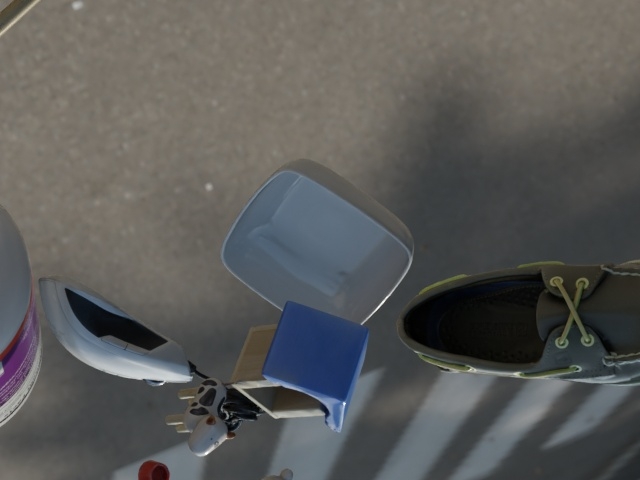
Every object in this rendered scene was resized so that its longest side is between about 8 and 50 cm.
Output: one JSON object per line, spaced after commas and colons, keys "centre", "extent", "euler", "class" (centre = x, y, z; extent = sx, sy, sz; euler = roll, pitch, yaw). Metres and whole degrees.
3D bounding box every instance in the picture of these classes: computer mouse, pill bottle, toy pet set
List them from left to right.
{"centre": [-0.337, 0.074, 1.322], "extent": [0.182, 0.181, 0.323], "euler": [-20, 165, -14], "class": "pill bottle"}
{"centre": [-0.131, 0.090, 1.115], "extent": [0.042, 0.193, 0.106], "euler": [-62, -167, -18], "class": "computer mouse"}
{"centre": [-0.011, 0.099, 0.751], "extent": [0.065, 0.114, 0.122], "euler": [-9, 141, 42], "class": "toy pet set"}

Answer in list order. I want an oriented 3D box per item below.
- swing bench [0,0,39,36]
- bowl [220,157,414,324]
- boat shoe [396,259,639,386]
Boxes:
{"centre": [-0.302, -0.326, 1.488], "extent": [0.255, 0.165, 0.253], "euler": [-24, 172, 9], "class": "swing bench"}
{"centre": [0.000, 0.000, 1.276], "extent": [0.142, 0.142, 0.053], "euler": [-51, -172, 40], "class": "bowl"}
{"centre": [0.207, 0.072, 1.315], "extent": [0.305, 0.109, 0.091], "euler": [-7, 169, 38], "class": "boat shoe"}
